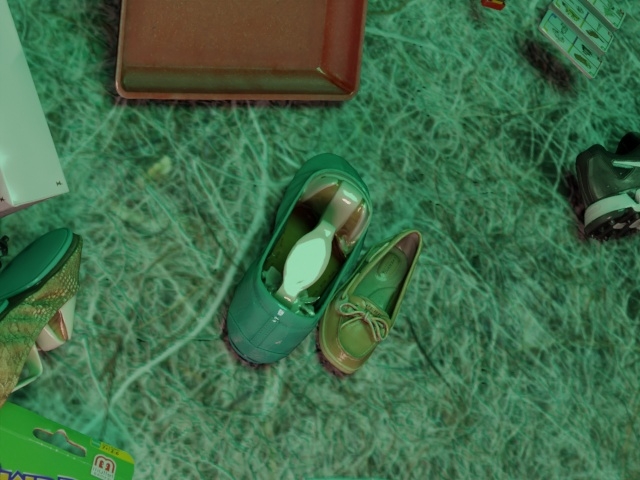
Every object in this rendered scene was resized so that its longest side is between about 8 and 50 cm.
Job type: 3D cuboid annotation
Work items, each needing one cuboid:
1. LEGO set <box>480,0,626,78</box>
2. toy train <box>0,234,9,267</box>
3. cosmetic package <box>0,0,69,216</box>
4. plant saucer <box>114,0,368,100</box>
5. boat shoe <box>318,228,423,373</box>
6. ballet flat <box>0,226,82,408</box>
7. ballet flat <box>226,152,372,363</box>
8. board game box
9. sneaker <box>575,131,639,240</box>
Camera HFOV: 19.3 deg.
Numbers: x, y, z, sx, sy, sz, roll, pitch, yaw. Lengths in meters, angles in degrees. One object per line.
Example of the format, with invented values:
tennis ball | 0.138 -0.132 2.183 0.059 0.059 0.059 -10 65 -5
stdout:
LEGO set | 0.197 -0.271 1.933 0.244 0.060 0.182 43 34 -6
toy train | -0.283 0.038 1.380 0.036 0.027 0.158 37 46 5
cosmetic package | -0.271 -0.132 1.386 0.060 0.099 0.239 -19 90 -48
plant saucer | -0.068 -0.253 1.629 0.258 0.048 0.259 -3 104 -37
boat shoe | 0.045 0.049 1.592 0.056 0.048 0.153 41 46 -6
ballet flat | -0.220 0.064 1.377 0.067 0.073 0.206 61 31 -17
ballet flat | 0.000 0.000 1.565 0.083 0.087 0.247 37 46 -10
board game box | -0.210 0.238 1.293 0.124 0.039 0.259 26 51 -19
sneaker | 0.342 -0.061 1.858 0.234 0.078 0.106 -3 66 -35
